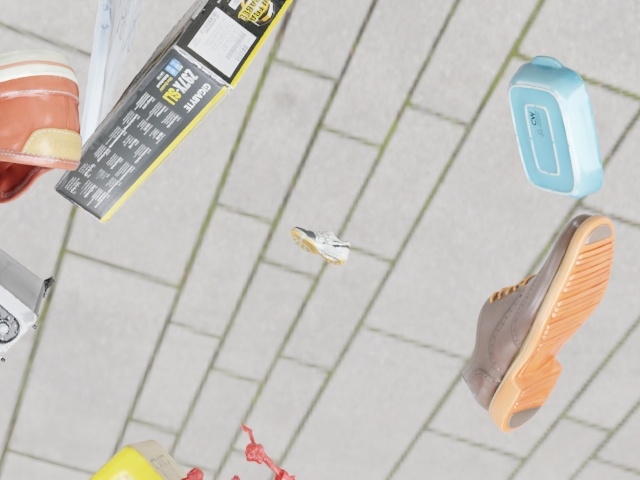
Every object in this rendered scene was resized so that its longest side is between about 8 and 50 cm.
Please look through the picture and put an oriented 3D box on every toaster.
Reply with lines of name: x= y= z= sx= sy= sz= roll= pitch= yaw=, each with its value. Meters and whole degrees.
toaster: x=-0.473 y=0.106 z=1.785 sx=0.168 sy=0.185 sz=0.110 roll=-45 pitch=106 yaw=7

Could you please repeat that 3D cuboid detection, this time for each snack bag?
snack bag: x=-0.281 y=-0.319 z=1.763 sx=0.037 sy=0.342 sz=0.323 roll=15 pitch=137 yaw=-6

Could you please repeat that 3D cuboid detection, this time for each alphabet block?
alphabet block: x=-0.238 y=0.391 z=1.664 sx=0.193 sy=0.192 sz=0.197 roll=45 pitch=175 yaw=6

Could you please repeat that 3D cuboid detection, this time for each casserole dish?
casserole dish: x=0.274 y=-0.126 z=1.513 sx=0.114 sy=0.037 sz=0.188 roll=18 pitch=132 yaw=49

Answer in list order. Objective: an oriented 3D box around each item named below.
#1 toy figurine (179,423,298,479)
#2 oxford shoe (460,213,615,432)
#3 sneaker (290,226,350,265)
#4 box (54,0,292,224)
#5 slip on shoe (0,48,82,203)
toy figurine: x=-0.064 y=0.334 z=1.369 sx=0.217 sy=0.362 sz=0.191 roll=-23 pitch=98 yaw=42
oxford shoe: x=0.283 y=0.096 z=1.745 sx=0.130 sy=0.133 sz=0.363 roll=-13 pitch=136 yaw=-42
sneaker: x=0.000 y=0.000 z=1.677 sx=0.083 sy=0.037 sz=0.032 roll=29 pitch=153 yaw=-7
box: x=-0.144 y=-0.187 z=1.385 sx=0.079 sy=0.257 sz=0.322 roll=36 pitch=141 yaw=-13
slip on shoe: x=-0.323 y=-0.046 z=1.039 sx=0.331 sy=0.101 sz=0.123 roll=-23 pitch=166 yaw=28
